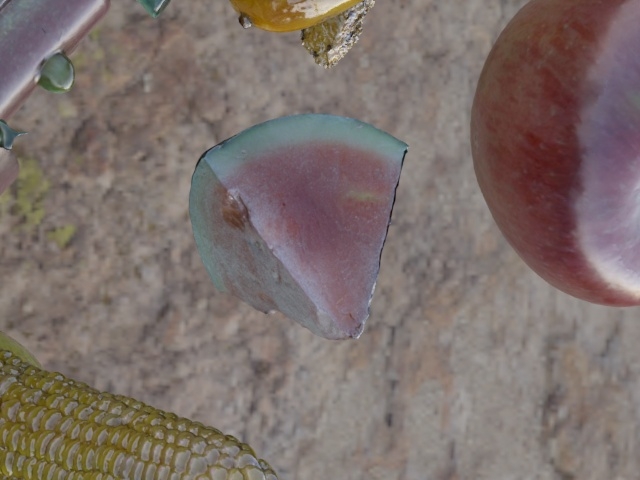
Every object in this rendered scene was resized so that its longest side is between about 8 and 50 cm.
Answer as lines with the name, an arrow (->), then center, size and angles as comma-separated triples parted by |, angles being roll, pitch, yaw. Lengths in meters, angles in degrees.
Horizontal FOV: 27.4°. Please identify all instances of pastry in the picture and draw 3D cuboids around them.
pastry -> 0.022, -0.290, 1.639 | 0.140, 0.080, 0.056 | -55, 161, 25

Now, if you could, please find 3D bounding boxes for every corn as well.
corn -> -0.159, 0.132, 0.844 | 0.101, 0.292, 0.101 | 13, 90, -70

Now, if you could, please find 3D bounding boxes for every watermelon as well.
watermelon -> -0.007, -0.013, 1.184 | 0.207, 0.136, 0.202 | -20, 94, -6

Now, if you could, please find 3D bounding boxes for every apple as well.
apple -> 0.296, -0.115, 1.335 | 0.345, 0.269, 0.344 | -13, 127, -19

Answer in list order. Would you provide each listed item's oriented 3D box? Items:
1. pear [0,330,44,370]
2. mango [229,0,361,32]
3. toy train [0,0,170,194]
pear -> -0.342, 0.187, 1.124 | 0.307, 0.253, 0.252 | -25, 112, -71
mango -> 0.018, -0.197, 0.785 | 0.190, 0.098, 0.075 | -45, 162, -3
toy train -> -0.229, -0.147, 0.767 | 0.221, 0.150, 0.304 | 39, 75, -1
